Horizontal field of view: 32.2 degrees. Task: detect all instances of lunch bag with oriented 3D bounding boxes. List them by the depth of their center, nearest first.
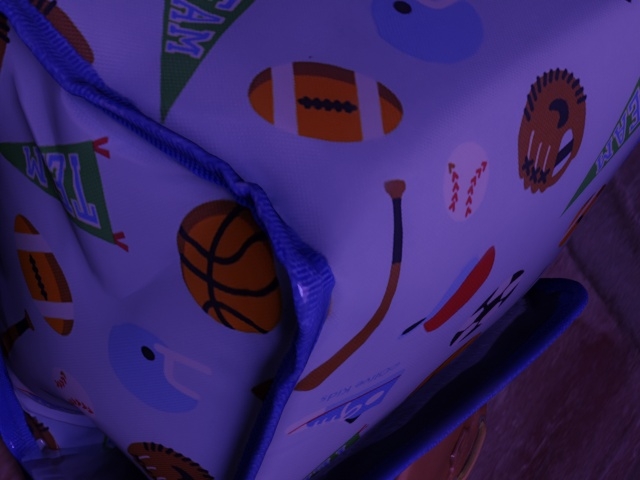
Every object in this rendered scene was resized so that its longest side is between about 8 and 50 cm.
[{"bbox_3d":[0.000,0.000,0.589,0.328,0.239,0.385,-35,160,-35],"label":"lunch bag"}]

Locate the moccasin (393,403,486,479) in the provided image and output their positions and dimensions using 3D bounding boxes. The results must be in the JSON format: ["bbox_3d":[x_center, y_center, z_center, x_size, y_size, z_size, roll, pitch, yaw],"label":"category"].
[{"bbox_3d":[0.007,0.257,0.820,0.147,0.139,0.380,40,70,-38],"label":"moccasin"}]
